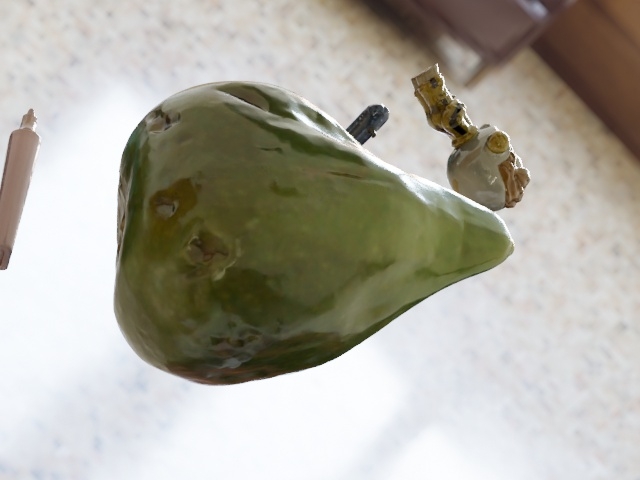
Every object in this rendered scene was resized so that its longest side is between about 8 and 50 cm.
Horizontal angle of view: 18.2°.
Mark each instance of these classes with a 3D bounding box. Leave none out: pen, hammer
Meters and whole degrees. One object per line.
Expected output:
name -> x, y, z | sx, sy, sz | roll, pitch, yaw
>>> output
pen -> -0.300, -0.058, 1.965 | 0.032, 0.053, 0.197 | 12, 51, -9
hammer -> 0.016, -0.102, 2.398 | 0.116, 0.194, 0.069 | 15, 47, -35

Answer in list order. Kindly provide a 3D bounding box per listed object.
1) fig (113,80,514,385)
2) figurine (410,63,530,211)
fig -> 0.000, 0.000, 1.337 | 0.275, 0.206, 0.206 | 5, 32, -7
figurine -> 0.129, -0.086, 1.738 | 0.143, 0.068, 0.101 | 62, -12, -28
